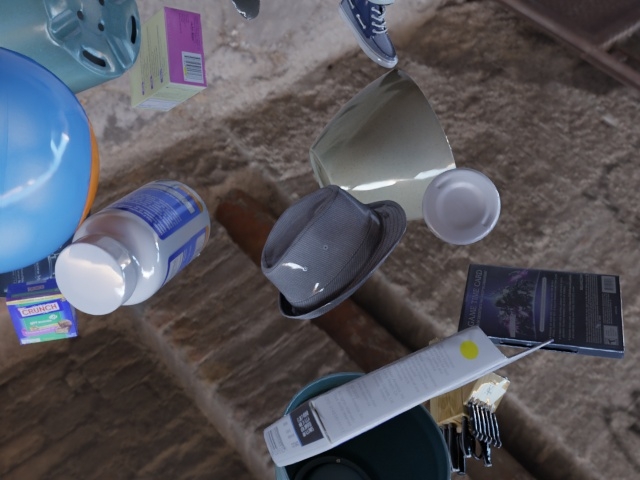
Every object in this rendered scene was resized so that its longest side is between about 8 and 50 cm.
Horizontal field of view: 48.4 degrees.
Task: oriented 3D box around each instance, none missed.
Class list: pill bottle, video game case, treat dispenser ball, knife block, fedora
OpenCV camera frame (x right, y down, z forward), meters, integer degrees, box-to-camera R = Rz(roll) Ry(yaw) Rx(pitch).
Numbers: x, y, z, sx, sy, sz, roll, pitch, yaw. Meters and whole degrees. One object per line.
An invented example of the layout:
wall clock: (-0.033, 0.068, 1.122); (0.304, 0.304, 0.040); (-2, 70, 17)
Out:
pill bottle: (-0.291, 0.009, 1.119); (0.152, 0.152, 0.272); (-59, 177, 25)
video game case: (0.397, 0.121, 1.286); (0.196, 0.274, 0.026); (-66, 154, -48)
treat dispenser ball: (-0.426, -0.099, 0.890); (0.288, 0.288, 0.288); (-36, 153, -22)
knife block: (0.290, 0.370, 1.550); (0.088, 0.275, 0.242); (30, 90, -27)
fedora: (0.000, 0.000, 1.210); (0.275, 0.244, 0.124); (-42, 115, 14)
pill bottle: (0.209, -0.050, 1.066); (0.108, 0.108, 0.193); (-51, 173, 8)

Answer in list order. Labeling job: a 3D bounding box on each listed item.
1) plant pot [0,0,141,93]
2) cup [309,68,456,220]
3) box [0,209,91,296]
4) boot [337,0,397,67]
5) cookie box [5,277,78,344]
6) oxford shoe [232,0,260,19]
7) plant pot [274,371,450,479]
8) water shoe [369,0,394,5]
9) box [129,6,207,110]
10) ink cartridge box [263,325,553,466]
plant pot: (-0.542, -0.394, 1.326); (0.334, 0.341, 0.341); (-8, 168, 25)
cup: (0.115, -0.169, 1.536); (0.237, 0.331, 0.331); (-24, 151, -7)
box: (-0.694, -0.026, 1.501); (0.395, 0.212, 0.294); (14, 76, -70)
boot: (0.115, -0.467, 1.534); (0.069, 0.190, 0.086); (-31, 170, -41)
cookie box: (-0.444, 0.113, 1.141); (0.091, 0.040, 0.107); (-7, 135, -13)
oxford shoe: (-0.206, -0.657, 1.778); (0.076, 0.212, 0.076); (-22, -165, -4)
plant pot: (0.049, 0.403, 1.221); (0.293, 0.293, 0.196); (-26, 150, -38)
water shoe: (0.086, -0.551, 1.442); (0.073, 0.203, 0.080); (-27, 144, -36)
box: (-0.437, -0.503, 2.007); (0.117, 0.214, 0.243); (-1, 173, -40)
ink cartridge box: (0.097, 0.196, 0.929); (0.307, 0.072, 0.303); (-21, 164, -22)
